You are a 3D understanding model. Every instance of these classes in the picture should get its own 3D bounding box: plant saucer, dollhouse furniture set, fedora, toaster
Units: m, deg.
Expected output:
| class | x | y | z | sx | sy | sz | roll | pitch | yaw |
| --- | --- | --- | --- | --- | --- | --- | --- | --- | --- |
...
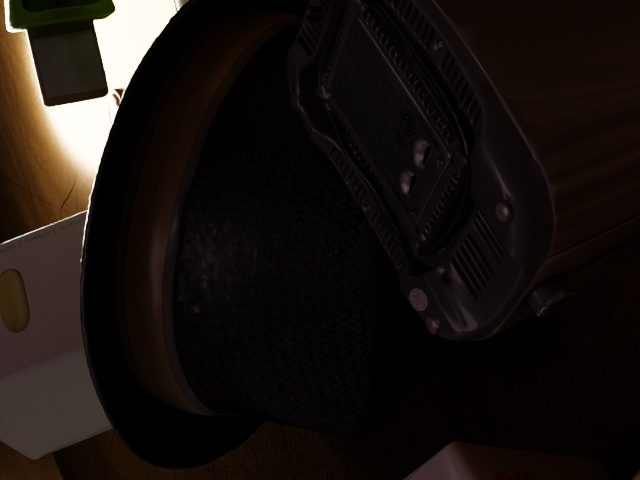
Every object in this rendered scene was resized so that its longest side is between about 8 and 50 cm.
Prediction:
| class | x | y | z | sx | sy | sz | roll | pitch | yaw |
| --- | --- | --- | --- | --- | --- | --- | --- | --- | --- |
| plant saucer | -0.267 | -0.160 | 1.316 | 0.083 | 0.013 | 0.083 | 43 | 140 | 49 |
| dollhouse furniture set | -0.130 | -0.183 | 0.796 | 0.301 | 0.198 | 0.151 | 3 | 106 | 65 |
| fedora | 0.000 | 0.000 | 0.620 | 0.153 | 0.334 | 0.334 | 15 | 123 | 27 |
| toaster | 0.084 | -0.071 | 0.480 | 0.227 | 0.147 | 0.129 | 60 | 151 | 26 |

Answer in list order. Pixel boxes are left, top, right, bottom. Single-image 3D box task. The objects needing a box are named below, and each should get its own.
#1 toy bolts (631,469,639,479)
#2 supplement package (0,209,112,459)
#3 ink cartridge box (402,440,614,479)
| class | x | y | z | sx | sy | sz | roll | pitch | yaw |
| --- | --- | --- | --- | --- | --- | --- | --- | --- | --- |
| toy bolts | 0.206 | 0.174 | 0.334 | 0.228 | 0.159 | 0.218 | 154 | 98 | -71 |
| supplement package | -0.223 | 0.087 | 0.997 | 0.204 | 0.262 | 0.145 | 72 | 176 | -62 |
| ink cartridge box | 0.138 | 0.239 | 0.473 | 0.114 | 0.197 | 0.273 | -46 | 55 | 17 |
